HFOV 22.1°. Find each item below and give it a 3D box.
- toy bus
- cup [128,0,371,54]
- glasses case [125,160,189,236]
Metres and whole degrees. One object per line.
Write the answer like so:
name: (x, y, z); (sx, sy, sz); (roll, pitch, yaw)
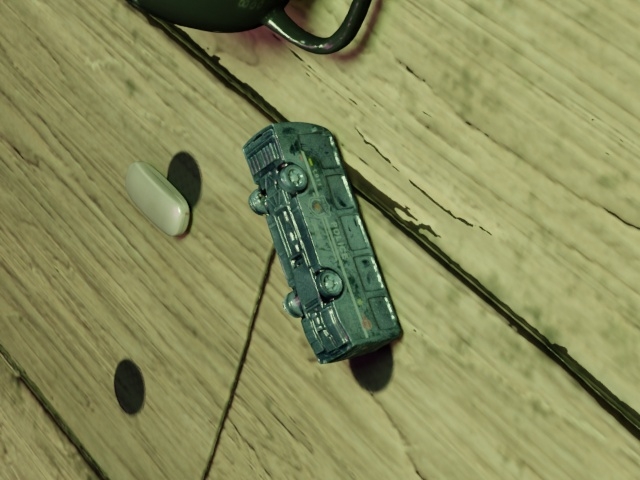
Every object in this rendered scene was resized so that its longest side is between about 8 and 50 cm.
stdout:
toy bus: (0.000, 0.000, 1.117); (0.047, 0.065, 0.166); (-33, 71, 48)
cup: (-0.047, -0.227, 1.090); (0.223, 0.169, 0.176); (39, 121, 7)
glasses case: (-0.131, -0.034, 1.309); (0.083, 0.021, 0.032); (41, 122, 40)
